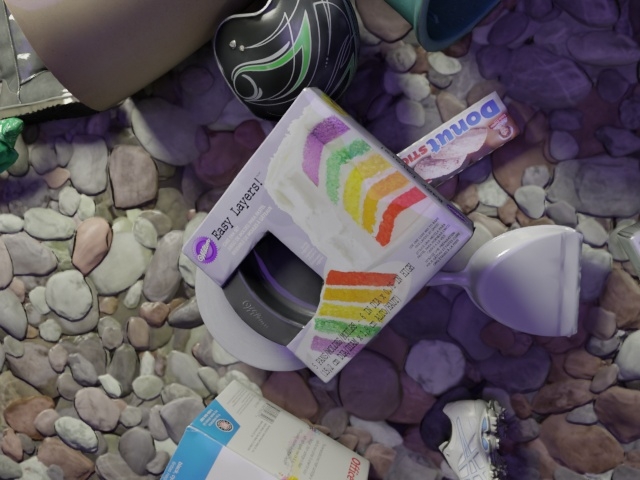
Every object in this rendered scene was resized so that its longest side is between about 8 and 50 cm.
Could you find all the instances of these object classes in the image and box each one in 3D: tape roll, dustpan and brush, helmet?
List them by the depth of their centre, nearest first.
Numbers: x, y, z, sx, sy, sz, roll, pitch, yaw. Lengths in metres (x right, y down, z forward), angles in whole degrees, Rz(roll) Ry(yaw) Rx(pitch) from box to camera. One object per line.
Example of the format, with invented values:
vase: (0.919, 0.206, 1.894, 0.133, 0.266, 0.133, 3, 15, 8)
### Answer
helmet: (-0.030, -0.239, 0.735, 0.161, 0.169, 0.169, -21, 91, 23)
dustpan and brush: (0.216, 0.052, 0.775, 0.211, 0.060, 0.147, -3, 107, 4)
tape roll: (-0.053, 0.059, 0.809, 0.219, 0.072, 0.219, 1, 96, 10)

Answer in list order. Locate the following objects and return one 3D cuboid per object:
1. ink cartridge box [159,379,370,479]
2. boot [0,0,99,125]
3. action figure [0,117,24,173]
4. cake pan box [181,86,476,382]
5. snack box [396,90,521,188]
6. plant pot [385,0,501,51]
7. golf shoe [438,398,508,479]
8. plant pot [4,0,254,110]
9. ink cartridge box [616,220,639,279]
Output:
ink cartridge box: (-0.077, 0.334, 0.786, 0.232, 0.171, 0.168, 29, 99, 7)
boot: (-0.393, -0.278, 0.848, 0.189, 0.076, 0.209, -5, 87, 8)
action figure: (-0.513, -0.121, 0.860, 0.232, 0.063, 0.137, -18, 130, 19)
cake pan box: (0.000, 0.000, 0.705, 0.246, 0.070, 0.267, 44, 110, 3)
snack box: (0.164, -0.116, 0.780, 0.178, 0.022, 0.064, -33, 87, 11)
plant pot: (0.087, -0.440, 0.630, 0.334, 0.341, 0.341, 41, 100, 13)
golf shoe: (0.201, 0.295, 0.798, 0.086, 0.069, 0.176, 0, 92, 30)
plant pot: (-0.198, -0.328, 0.719, 0.274, 0.256, 0.257, -21, 91, 6)
ink cartridge box: (0.540, 0.036, 0.708, 0.275, 0.060, 0.239, -28, 91, 10)
